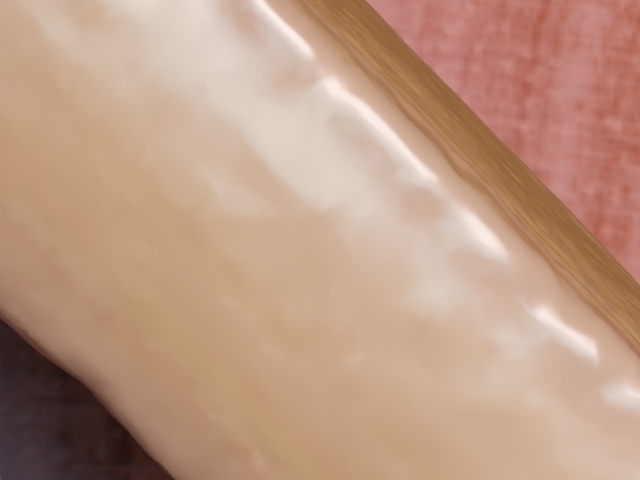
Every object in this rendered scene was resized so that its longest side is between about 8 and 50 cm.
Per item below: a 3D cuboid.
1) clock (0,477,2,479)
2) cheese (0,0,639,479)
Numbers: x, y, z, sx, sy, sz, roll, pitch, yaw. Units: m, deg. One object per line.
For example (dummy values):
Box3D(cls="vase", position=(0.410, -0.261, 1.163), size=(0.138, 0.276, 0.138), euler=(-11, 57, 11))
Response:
Box3D(cls="clock", position=(-0.157, 0.061, 0.485), size=(0.083, 0.186, 0.253), euler=(-27, 91, -20))
Box3D(cls="cheese", position=(0.000, 0.000, 0.503), size=(0.124, 0.242, 0.265), euler=(-43, 98, 14))
